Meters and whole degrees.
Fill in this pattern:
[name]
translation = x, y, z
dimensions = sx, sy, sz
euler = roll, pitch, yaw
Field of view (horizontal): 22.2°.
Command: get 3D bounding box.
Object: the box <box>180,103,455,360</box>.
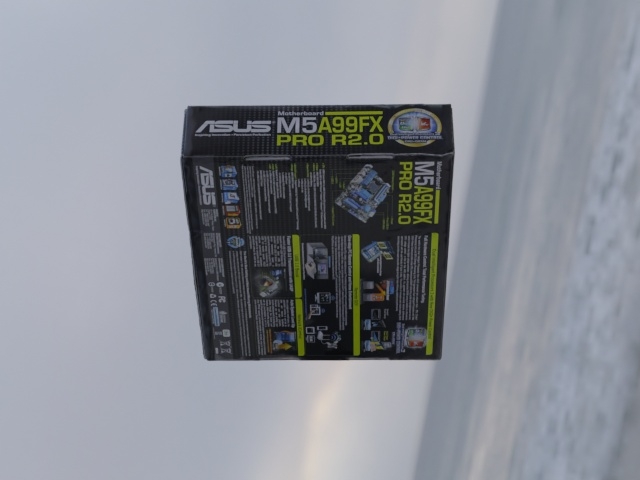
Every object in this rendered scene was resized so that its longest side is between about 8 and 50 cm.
[box]
translation = 0.000, 0.000, 1.374
dimensions = 0.270, 0.216, 0.060
euler = 88, -178, -49
